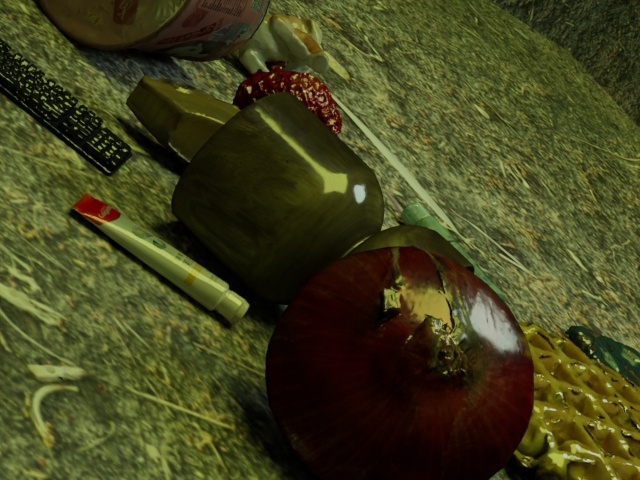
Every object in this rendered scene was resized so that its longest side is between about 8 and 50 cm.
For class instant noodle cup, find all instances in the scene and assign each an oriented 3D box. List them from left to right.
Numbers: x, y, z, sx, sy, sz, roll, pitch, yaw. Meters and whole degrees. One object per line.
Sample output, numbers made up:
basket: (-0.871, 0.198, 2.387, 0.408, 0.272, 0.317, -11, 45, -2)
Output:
instant noodle cup: (-0.193, -0.335, 1.875, 0.243, 0.243, 0.231, 46, 13, 18)

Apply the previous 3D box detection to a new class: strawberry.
strawberry: (-0.044, -0.143, 1.860, 0.145, 0.145, 0.086, 34, 37, -15)

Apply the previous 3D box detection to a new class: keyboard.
keyboard: (-0.292, -0.152, 1.572, 0.231, 0.023, 0.072, 39, 21, -3)

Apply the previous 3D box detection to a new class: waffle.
waffle: (0.331, 0.240, 1.767, 0.382, 0.095, 0.379, 38, 20, 1)

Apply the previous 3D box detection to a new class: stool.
stool: (0.000, 0.000, 1.533, 0.264, 0.179, 0.179, 45, 19, 15)

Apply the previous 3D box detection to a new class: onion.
onion: (0.074, 0.122, 1.339, 0.248, 0.248, 0.161, 34, 2, -16)

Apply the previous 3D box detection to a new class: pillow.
pillow: (0.455, 0.221, 2.128, 0.189, 0.034, 0.255, 16, 31, -47)

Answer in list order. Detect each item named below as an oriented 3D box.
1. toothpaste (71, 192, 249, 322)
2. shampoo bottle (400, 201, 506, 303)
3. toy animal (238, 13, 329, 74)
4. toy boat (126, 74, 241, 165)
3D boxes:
toothpaste: (-0.151, 0.016, 1.448, 0.190, 0.031, 0.048, 35, 22, -4)
shampoo bottle: (0.172, 0.022, 2.024, 0.069, 0.041, 0.190, 8, 36, -48)
toy animal: (-0.073, -0.299, 2.205, 0.184, 0.104, 0.185, 37, 22, -12)
toy boat: (-0.080, -0.098, 1.754, 0.321, 0.089, 0.121, 28, 17, -27)
